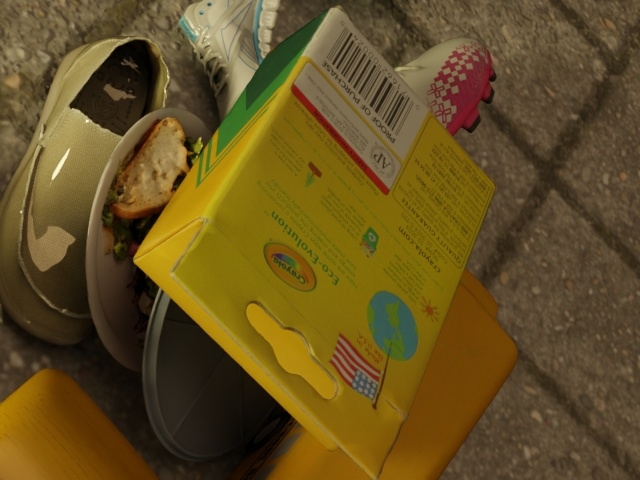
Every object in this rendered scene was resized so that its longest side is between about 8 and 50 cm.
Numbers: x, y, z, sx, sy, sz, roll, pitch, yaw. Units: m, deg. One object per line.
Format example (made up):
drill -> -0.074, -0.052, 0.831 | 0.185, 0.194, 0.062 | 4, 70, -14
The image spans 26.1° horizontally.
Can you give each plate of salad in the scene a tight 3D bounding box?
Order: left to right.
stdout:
plate of salad -> -0.108, 0.001, 1.029 | 0.200, 0.048, 0.199 | 7, 90, -65

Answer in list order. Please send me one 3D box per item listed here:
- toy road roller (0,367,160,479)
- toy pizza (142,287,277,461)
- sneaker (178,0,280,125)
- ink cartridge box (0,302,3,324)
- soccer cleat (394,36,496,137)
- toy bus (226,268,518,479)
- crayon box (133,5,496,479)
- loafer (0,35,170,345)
toy road roller -> -0.192, 0.189, 0.770 | 0.240, 0.329, 0.202 | -42, 95, -17
toy pizza -> -0.074, 0.066, 1.034 | 0.201, 0.032, 0.201 | -30, 127, -50
sneaker -> -0.084, -0.160, 1.181 | 0.083, 0.071, 0.190 | 15, 52, -21
ink cartridge box -> -0.320, 0.057, 0.823 | 0.212, 0.093, 0.154 | -40, 103, -7
soccer cleat -> 0.042, -0.102, 1.200 | 0.143, 0.116, 0.331 | 43, 52, -11
toy bus -> 0.048, 0.134, 1.083 | 0.108, 0.130, 0.332 | 48, 51, -7
crayon box -> 0.000, 0.000, 0.979 | 0.202, 0.081, 0.318 | 47, 41, -17
loafer -> -0.176, -0.052, 1.041 | 0.102, 0.092, 0.268 | 21, 58, -26
